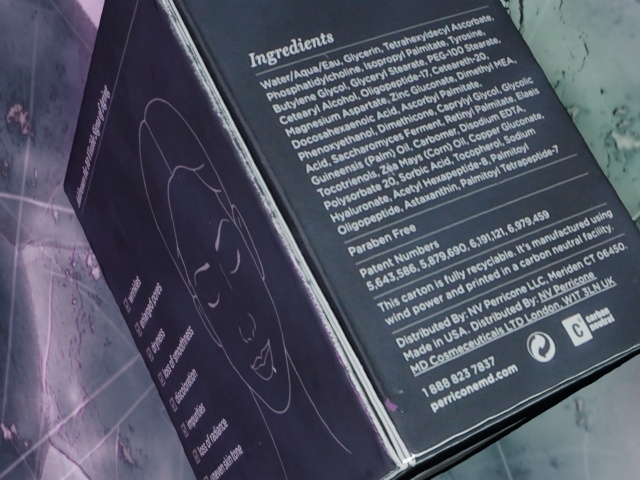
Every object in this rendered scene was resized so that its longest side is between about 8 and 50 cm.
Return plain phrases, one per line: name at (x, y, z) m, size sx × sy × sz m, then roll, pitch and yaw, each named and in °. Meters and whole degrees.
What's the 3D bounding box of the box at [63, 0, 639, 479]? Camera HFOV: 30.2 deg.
box at (0.000, 0.000, 1.104) m, size 0.472 × 0.297 × 0.480 m, roll 61°, pitch 154°, yaw 13°
